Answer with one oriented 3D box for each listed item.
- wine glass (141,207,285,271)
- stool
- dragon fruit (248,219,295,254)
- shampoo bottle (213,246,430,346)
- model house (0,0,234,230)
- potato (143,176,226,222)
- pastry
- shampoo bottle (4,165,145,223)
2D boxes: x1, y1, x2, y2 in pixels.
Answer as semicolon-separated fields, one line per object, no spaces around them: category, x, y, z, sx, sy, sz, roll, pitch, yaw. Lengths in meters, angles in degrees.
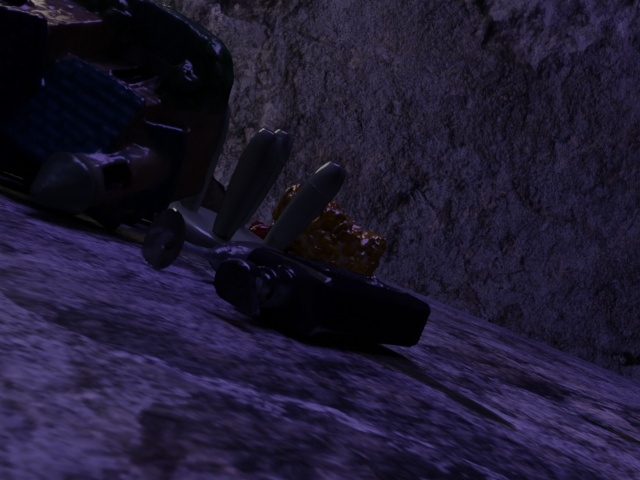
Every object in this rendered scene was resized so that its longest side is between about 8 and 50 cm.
wine glass;-0.096;0.019;0.849;0.066;0.066;0.198;23;1;39
stool;-0.105;-0.075;1.164;0.195;0.199;0.195;18;15;-45
dragon fruit;-0.082;0.011;1.561;0.131;0.063;0.097;22;1;9
shampoo bottle;0.003;0.056;0.771;0.098;0.071;0.309;24;2;31
model house;-0.307;-0.167;0.914;0.312;0.245;0.280;36;30;21
potato;-0.246;-0.074;1.271;0.261;0.120;0.100;22;-5;-40
pastry;0.000;0.000;1.492;0.249;0.154;0.102;33;14;17
shampoo bottle;-0.336;-0.084;1.079;0.214;0.072;0.072;21;1;-35
